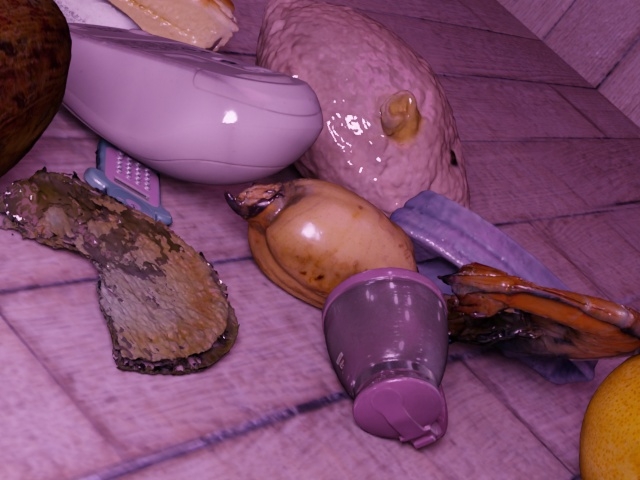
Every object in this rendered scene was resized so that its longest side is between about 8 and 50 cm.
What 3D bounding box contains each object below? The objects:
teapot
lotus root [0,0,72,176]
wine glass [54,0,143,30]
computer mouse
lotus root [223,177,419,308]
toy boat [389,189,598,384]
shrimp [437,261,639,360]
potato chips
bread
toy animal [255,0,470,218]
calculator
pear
[{"bbox_3d":[0.062,0.116,1.264,0.116,0.148,0.146,-3,43,-3],"label":"teapot"},{"bbox_3d":[-0.303,-0.119,1.023,0.196,0.179,0.397,40,22,0],"label":"lotus root"},{"bbox_3d":[-0.203,-0.198,1.496,0.262,0.074,0.074,38,21,7],"label":"wine glass"},{"bbox_3d":[-0.137,-0.125,1.340,0.296,0.121,0.184,17,16,28],"label":"computer mouse"},{"bbox_3d":[0.000,0.000,1.341,0.220,0.125,0.118,31,52,-16],"label":"lotus root"},{"bbox_3d":[0.187,0.051,1.521,0.283,0.078,0.127,40,-18,-13],"label":"toy boat"},{"bbox_3d":[0.173,0.070,1.362,0.222,0.054,0.290,22,-14,-40],"label":"shrimp"},{"bbox_3d":[-0.164,0.024,1.159,0.220,0.029,0.202,45,28,6],"label":"potato chips"},{"bbox_3d":[-0.218,-0.320,1.650,0.246,0.111,0.239,31,23,-18],"label":"bread"},{"bbox_3d":[0.040,-0.149,1.602,0.358,0.188,0.226,51,21,12],"label":"toy animal"},{"bbox_3d":[-0.177,-0.048,1.298,0.094,0.019,0.141,31,22,-23],"label":"calculator"},{"bbox_3d":[0.347,0.209,1.354,0.208,0.209,0.209,32,22,-15],"label":"pear"}]
